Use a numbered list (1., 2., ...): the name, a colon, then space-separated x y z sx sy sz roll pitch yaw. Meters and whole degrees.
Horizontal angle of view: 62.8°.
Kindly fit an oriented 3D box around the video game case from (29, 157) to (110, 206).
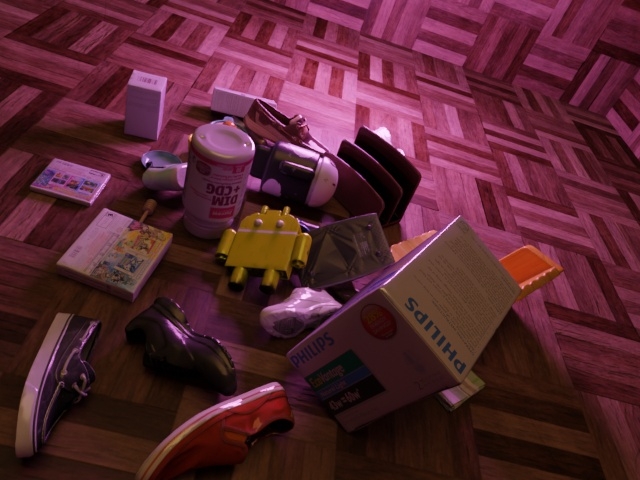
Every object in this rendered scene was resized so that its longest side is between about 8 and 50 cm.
1. video game case: -0.677 -0.159 1.428 0.157 0.019 0.143 16 39 -8

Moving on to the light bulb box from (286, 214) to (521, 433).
1. light bulb box: 0.182 0.179 1.138 0.225 0.358 0.361 51 44 5

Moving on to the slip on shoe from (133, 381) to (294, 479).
1. slip on shoe: -0.181 0.371 0.975 0.331 0.123 0.101 -14 55 -43

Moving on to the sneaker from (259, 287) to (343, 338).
1. sneaker: -0.060 0.169 1.297 0.232 0.090 0.115 0 36 -38

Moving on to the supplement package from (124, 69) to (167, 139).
1. supplement package: -0.556 -0.428 1.667 0.105 0.179 0.105 10 40 -15

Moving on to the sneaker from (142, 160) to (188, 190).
1. sneaker: -0.405 -0.195 1.540 0.151 0.094 0.256 3 9 22

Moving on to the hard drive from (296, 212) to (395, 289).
1. hard drive: 0.055 0.036 1.414 0.255 0.054 0.171 -17 67 -3

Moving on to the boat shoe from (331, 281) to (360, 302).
1. boat shoe: 0.082 0.146 1.417 0.153 0.048 0.056 34 65 24

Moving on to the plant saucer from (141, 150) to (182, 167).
1. plant saucer: -0.485 -0.232 1.600 0.120 0.021 0.119 14 39 -12

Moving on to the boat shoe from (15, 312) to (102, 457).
1. boat shoe: -0.476 0.258 0.977 0.102 0.108 0.301 9 33 -14

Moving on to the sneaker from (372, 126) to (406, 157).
1. sneaker: 0.235 -0.318 1.996 0.130 0.111 0.297 -12 44 -15

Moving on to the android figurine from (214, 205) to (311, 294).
1. android figurine: -0.146 0.015 1.376 0.249 0.056 0.272 5 53 14

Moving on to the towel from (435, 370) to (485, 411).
1. towel: 0.331 0.349 1.309 0.152 0.023 0.113 -17 53 -39

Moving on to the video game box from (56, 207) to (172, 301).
1. video game box: -0.486 0.030 1.260 0.187 0.048 0.205 20 45 1

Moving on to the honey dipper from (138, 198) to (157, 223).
1. honey dipper: -0.477 -0.051 1.390 0.031 0.030 0.160 18 42 -5

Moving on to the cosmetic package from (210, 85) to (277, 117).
1. cosmetic package: -0.283 -0.498 1.929 0.231 0.085 0.117 9 18 -14

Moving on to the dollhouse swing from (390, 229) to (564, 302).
1. dollhouse swing: 0.423 0.060 1.495 0.347 0.315 0.304 -18 73 -38

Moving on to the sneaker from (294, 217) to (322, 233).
1. sneaker: 0.000 0.000 1.521 0.232 0.081 0.090 33 33 7

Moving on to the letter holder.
1. letter holder: 0.155 -0.215 1.727 0.152 0.214 0.302 -19 54 -39

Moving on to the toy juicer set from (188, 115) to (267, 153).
1. toy juicer set: -0.282 -0.347 1.775 0.209 0.089 0.329 27 38 7

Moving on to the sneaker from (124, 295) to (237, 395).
1. sneaker: -0.292 0.241 1.094 0.286 0.109 0.130 31 45 26

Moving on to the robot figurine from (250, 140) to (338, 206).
1. robot figurine: -0.082 -0.212 1.644 0.278 0.173 0.209 19 41 -3

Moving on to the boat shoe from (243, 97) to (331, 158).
1. boat shoe: -0.098 -0.389 1.855 0.342 0.123 0.123 29 32 -8

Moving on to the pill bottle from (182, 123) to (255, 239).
1. pill bottle: -0.279 -0.149 1.391 0.161 0.283 0.160 13 40 -11
